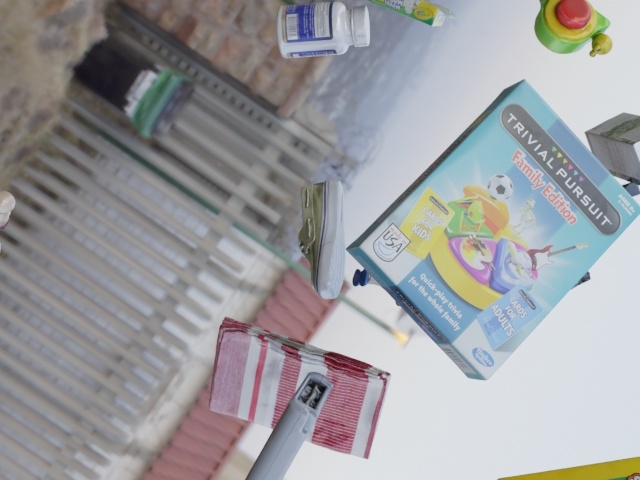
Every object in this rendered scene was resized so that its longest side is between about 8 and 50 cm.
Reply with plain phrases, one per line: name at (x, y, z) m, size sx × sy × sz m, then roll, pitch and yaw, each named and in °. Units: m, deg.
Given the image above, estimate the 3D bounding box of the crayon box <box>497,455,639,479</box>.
crayon box at (0.508, 0.602, 1.971) m, size 0.106 × 0.313 × 0.363 m, roll 60°, pitch 23°, yaw -49°

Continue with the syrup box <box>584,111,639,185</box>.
syrup box at (0.607, -0.177, 2.045) m, size 0.093 × 0.096 × 0.237 m, roll -26°, pitch -167°, yaw -2°

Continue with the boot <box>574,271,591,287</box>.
boot at (0.453, 0.040, 1.980) m, size 0.121 × 0.045 × 0.099 m, roll -34°, pitch -125°, yaw 50°

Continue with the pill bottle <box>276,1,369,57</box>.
pill bottle at (0.007, -0.448, 2.250) m, size 0.112 × 0.187 × 0.112 m, roll -2°, pitch 90°, yaw -81°

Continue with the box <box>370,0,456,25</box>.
box at (0.188, -0.484, 2.190) m, size 0.043 × 0.179 × 0.105 m, roll -71°, pitch 167°, yaw 17°

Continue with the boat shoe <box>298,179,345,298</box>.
boat shoe at (0.000, 0.000, 2.291) m, size 0.109 × 0.094 × 0.302 m, roll 70°, pitch 18°, yaw -49°

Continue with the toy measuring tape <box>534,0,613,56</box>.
toy measuring tape at (0.432, -0.464, 2.093) m, size 0.121 × 0.330 × 0.121 m, roll -51°, pitch 174°, yaw -7°

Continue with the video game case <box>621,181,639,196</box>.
video game case at (0.438, -0.044, 2.043) m, size 0.275 × 0.035 × 0.248 m, roll -21°, pitch 177°, yaw 43°

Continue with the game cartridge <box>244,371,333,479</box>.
game cartridge at (-0.058, 0.325, 1.697) m, size 0.198 × 0.062 × 0.297 m, roll -57°, pitch 177°, yaw 6°

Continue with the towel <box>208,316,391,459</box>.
towel at (-0.047, 0.285, 1.985) m, size 0.037 × 0.329 × 0.237 m, roll -63°, pitch 167°, yaw -51°

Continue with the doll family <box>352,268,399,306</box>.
doll family at (0.189, 0.061, 1.957) m, size 0.263 × 0.163 × 0.118 m, roll 26°, pitch -74°, yaw 60°

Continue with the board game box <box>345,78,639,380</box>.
board game box at (0.243, -0.015, 1.469) m, size 0.336 × 0.254 × 0.079 m, roll -45°, pitch -174°, yaw -12°

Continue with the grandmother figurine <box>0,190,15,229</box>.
grandmother figurine at (-0.455, -0.084, 1.330) m, size 0.104 × 0.208 × 0.342 m, roll -31°, pitch 149°, yaw -33°
